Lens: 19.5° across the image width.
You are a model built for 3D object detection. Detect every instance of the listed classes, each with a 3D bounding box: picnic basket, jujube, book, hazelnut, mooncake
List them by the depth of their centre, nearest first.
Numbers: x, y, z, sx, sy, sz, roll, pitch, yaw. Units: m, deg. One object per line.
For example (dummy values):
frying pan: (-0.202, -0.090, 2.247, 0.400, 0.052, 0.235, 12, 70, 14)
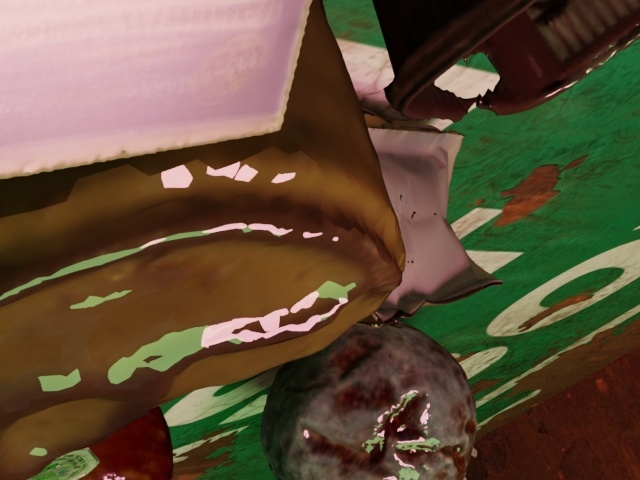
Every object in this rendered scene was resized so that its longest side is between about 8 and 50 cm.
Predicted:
book: (-0.077, -0.173, 0.828, 0.228, 0.018, 0.322, -12, 131, -37)
mooncake: (-0.158, 0.002, 1.122, 0.393, 0.246, 0.394, -1, 150, -47)
picnic basket: (0.163, -0.204, 1.148, 0.297, 0.129, 0.222, -36, 162, 34)
hazelnut: (-0.244, 0.226, 1.739, 0.218, 0.218, 0.234, -18, 162, -25)
jujube: (0.054, 0.201, 2.095, 0.246, 0.215, 0.308, 4, 159, -14)

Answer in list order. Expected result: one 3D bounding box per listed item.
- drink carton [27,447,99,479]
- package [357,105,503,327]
drink carton: (-0.278, 0.145, 1.550, 0.144, 0.142, 0.146, -22, 163, -5)
package: (0.005, -0.033, 1.462, 0.221, 0.165, 0.311, 4, -177, 22)
